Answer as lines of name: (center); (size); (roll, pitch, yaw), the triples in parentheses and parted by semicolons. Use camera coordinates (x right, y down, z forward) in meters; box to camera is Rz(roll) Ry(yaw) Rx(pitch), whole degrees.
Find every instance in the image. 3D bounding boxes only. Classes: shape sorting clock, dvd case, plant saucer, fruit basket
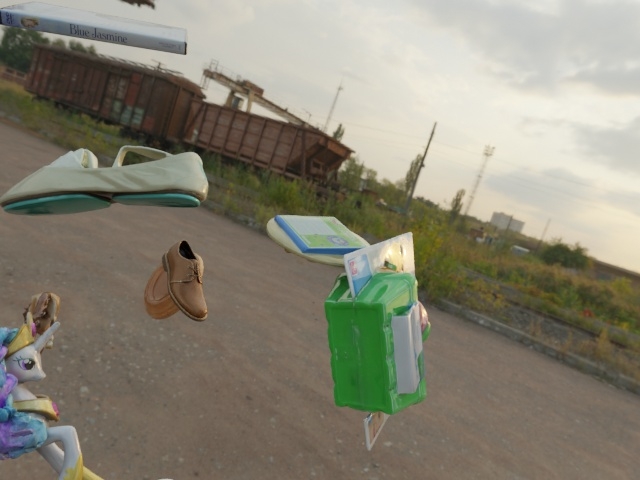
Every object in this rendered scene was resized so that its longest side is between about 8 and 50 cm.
shape sorting clock: (0.000, 0.000, 0.808); (0.206, 0.040, 0.206); (11, 23, -5)
dvd case: (-0.347, -0.346, 0.703); (0.252, 0.022, 0.180); (2, 31, -18)
plant saucer: (-0.394, 0.110, 1.141); (0.200, 0.200, 0.037); (26, -15, 47)
fruit basket: (0.148, 0.162, 0.833); (0.165, 0.327, 0.353); (-2, 5, 34)

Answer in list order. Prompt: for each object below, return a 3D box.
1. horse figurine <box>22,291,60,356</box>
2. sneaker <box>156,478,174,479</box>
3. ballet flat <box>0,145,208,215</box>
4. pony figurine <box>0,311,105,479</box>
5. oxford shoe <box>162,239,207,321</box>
horse figurine: (-0.653, 0.189, 1.009); (0.066, 0.263, 0.175); (9, 56, -34)
sneaker: (-0.308, 0.460, 0.750); (0.152, 0.054, 0.061); (16, 18, -48)
ballet flat: (-0.265, -0.077, 0.543); (0.248, 0.086, 0.086); (-3, 9, -4)
pony figurine: (-0.585, 0.347, 0.747); (0.350, 0.364, 0.303); (-21, -1, -16)
oxford shoe: (-0.302, 0.087, 0.991); (0.076, 0.076, 0.212); (13, 39, -53)
